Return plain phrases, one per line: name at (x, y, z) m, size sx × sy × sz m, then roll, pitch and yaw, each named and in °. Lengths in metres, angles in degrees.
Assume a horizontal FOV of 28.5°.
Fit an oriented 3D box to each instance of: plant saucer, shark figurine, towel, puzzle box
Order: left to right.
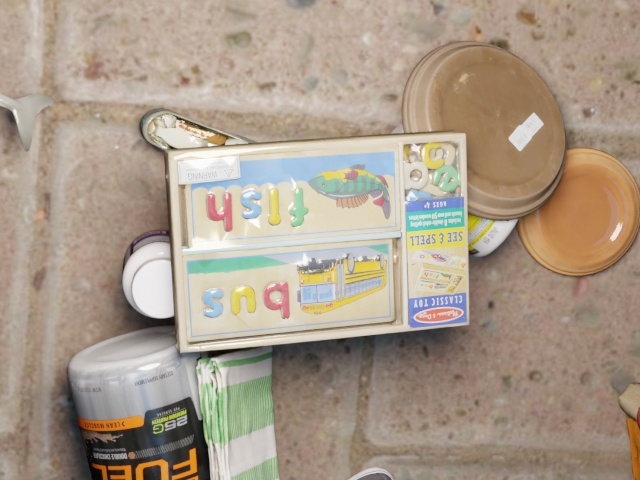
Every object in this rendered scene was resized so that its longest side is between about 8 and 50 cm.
shark figurine at (-0.525, -0.203, 1.742) m, size 0.278 × 0.116 × 0.166 m, roll -10°, pitch 134°, yaw 2°
towel at (-0.101, 0.317, 1.798) m, size 0.038 × 0.248 × 0.325 m, roll -7°, pitch 89°, yaw 16°
puzzle box at (0.000, 0.000, 1.687) m, size 0.409 × 0.052 × 0.272 m, roll -5°, pitch 102°, yaw -13°
plant saucer at (0.246, -0.166, 1.816) m, size 0.278 × 0.041 × 0.278 m, roll 8°, pitch 70°, yaw -24°
plant saucer at (0.399, -0.042, 1.926) m, size 0.200 × 0.037 × 0.200 m, roll -1°, pitch 100°, yaw -8°

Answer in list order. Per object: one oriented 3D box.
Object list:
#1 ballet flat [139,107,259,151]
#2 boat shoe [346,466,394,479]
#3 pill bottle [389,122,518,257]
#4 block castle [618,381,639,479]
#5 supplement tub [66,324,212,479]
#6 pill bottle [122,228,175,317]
ballet flat at (-0.160, -0.130, 1.816) m, size 0.213 × 0.068 × 0.072 m, roll 21°, pitch 96°, yaw -11°
boat shoe at (0.019, 0.433, 1.927) m, size 0.228 × 0.076 × 0.080 m, roll -30°, pitch 102°, yaw -3°
pill bottle at (0.183, -0.078, 1.848) m, size 0.215 × 0.117 × 0.117 m, roll 35°, pitch 93°, yaw -12°
block castle at (0.708, 0.334, 1.941) m, size 0.453 × 0.213 × 0.303 m, roll -9°, pitch 100°, yaw -6°
supplement tub at (-0.229, 0.307, 1.806) m, size 0.207 × 0.207 × 0.338 m, roll -13°, pitch 100°, yaw -6°
pill bottle at (-0.225, 0.050, 1.771) m, size 0.108 × 0.193 × 0.108 m, roll -1°, pitch 99°, yaw -8°
